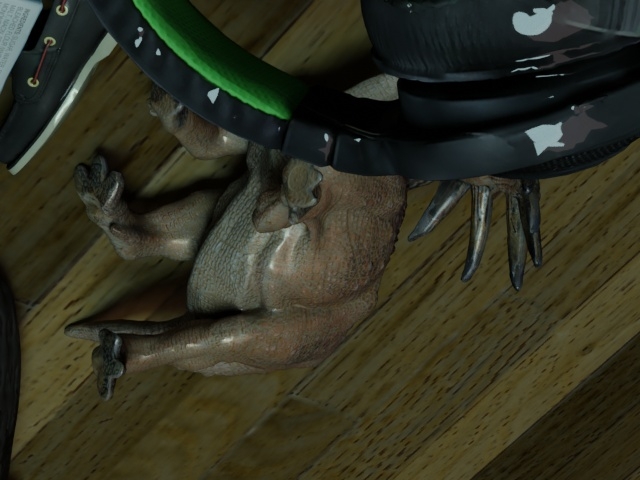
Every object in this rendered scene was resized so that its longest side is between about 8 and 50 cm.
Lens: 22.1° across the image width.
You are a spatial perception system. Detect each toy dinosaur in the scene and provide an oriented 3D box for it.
[{"bbox_3d":[0.000,0.000,0.806,0.200,0.127,0.295,10,135,-41],"label":"toy dinosaur"}]

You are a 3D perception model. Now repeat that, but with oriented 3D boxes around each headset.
[{"bbox_3d":[0.085,-0.124,0.569,0.394,0.185,0.243,11,113,7],"label":"headset"}]

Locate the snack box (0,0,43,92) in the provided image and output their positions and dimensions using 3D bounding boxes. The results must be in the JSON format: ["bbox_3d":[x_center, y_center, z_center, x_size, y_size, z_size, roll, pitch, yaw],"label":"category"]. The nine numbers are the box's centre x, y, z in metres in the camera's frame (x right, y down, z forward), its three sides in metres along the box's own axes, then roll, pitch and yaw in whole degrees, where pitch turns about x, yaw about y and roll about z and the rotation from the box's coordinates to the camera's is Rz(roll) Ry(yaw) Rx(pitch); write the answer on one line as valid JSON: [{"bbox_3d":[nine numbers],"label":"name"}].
[{"bbox_3d":[-0.269,-0.015,0.706,0.187,0.060,0.322,11,128,-33],"label":"snack box"}]

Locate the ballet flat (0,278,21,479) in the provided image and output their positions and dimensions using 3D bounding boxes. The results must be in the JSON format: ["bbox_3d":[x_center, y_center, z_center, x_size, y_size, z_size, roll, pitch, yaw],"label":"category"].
[{"bbox_3d":[-0.193,0.111,0.872,0.058,0.084,0.250,11,137,-1],"label":"ballet flat"}]

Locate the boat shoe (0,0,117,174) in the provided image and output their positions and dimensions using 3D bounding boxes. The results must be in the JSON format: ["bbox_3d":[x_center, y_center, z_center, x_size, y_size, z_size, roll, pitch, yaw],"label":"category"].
[{"bbox_3d":[-0.116,-0.083,0.722,0.042,0.049,0.133,31,127,-12],"label":"boat shoe"}]
